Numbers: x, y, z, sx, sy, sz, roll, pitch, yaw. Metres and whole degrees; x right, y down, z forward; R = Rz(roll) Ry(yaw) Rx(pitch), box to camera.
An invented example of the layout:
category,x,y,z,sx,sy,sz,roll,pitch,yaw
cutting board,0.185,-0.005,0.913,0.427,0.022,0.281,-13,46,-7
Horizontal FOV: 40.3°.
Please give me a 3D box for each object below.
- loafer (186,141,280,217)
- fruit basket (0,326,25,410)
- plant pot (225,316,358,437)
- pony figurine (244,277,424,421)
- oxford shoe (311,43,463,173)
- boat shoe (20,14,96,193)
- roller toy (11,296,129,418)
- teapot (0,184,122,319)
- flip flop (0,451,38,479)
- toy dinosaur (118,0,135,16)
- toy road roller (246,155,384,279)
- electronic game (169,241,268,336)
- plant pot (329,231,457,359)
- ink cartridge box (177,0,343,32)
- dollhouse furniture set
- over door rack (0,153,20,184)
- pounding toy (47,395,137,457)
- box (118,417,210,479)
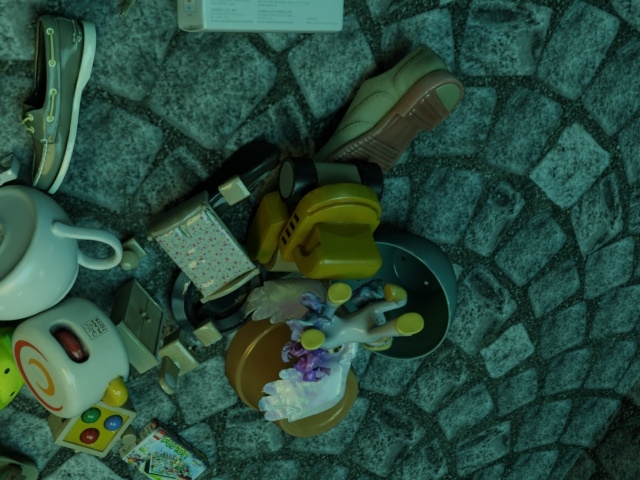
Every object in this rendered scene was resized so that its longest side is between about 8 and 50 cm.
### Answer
category,x,y,z,sx,sy,sz,roll,pitch,yaw
loafer,-0.166,-0.113,1.742,0.220,0.080,0.078,-35,135,6
fruit basket,-0.691,0.280,1.573,0.391,0.283,0.392,-5,124,-7
plant pot,-0.045,0.308,1.991,0.290,0.203,0.291,-16,126,-23
pony figurine,0.027,0.188,1.753,0.350,0.303,0.363,-9,165,-3
oxford shoe,0.106,-0.237,1.795,0.397,0.147,0.140,-36,147,17
boat shoe,-0.456,-0.228,1.473,0.091,0.109,0.305,6,109,-33
roller toy,-0.441,0.206,1.566,0.146,0.209,0.191,-32,124,-40
teapot,-0.512,0.037,1.529,0.253,0.256,0.187,-54,143,-7
flip flop,-0.650,0.494,1.763,0.112,0.080,0.277,-43,159,-2
toy dinosaur,-0.266,-0.499,1.447,0.118,0.064,0.268,-3,125,-26
toy road roller,0.000,0.000,1.734,0.202,0.241,0.330,2,144,-24
electronic game,-0.214,0.107,1.864,0.229,0.048,0.229,-16,123,-27
plant pot,0.193,0.097,1.981,0.195,0.290,0.290,-40,143,-51
ink cartridge box,-0.096,-0.549,1.479,0.308,0.091,0.385,-10,107,-39
dollhouse furniture set,-0.223,0.101,1.689,0.355,0.174,0.303,-30,117,13
over door rack,-0.685,-0.111,1.410,0.324,0.108,0.240,-34,131,-8
pounding toy,-0.472,0.412,1.875,0.206,0.094,0.181,31,101,-39
box,-0.362,0.506,2.039,0.114,0.036,0.207,-41,131,-2
